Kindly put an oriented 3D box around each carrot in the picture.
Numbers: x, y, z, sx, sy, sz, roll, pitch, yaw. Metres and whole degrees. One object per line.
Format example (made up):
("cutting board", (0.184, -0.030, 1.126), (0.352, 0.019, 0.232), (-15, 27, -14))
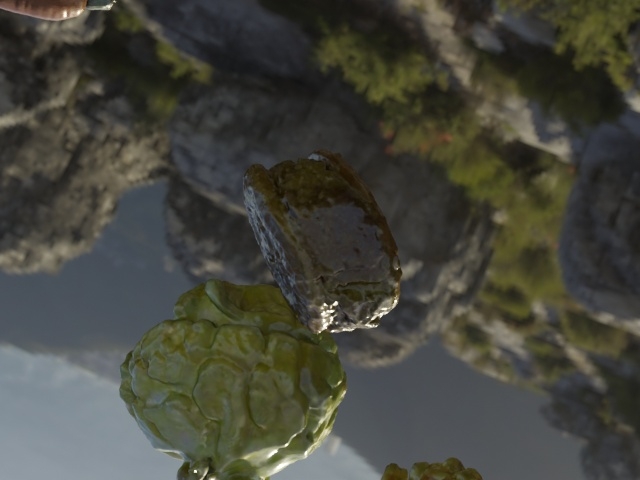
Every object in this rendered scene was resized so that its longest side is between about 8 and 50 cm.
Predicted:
("carrot", (-0.387, -0.292, 1.540), (0.336, 0.069, 0.069), (10, 164, -13))

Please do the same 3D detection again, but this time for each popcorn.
("popcorn", (-0.053, 0.094, 0.909), (0.141, 0.162, 0.136), (28, 154, -31))

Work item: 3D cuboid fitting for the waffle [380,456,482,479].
("waffle", (0.065, 0.315, 1.435), (0.057, 0.229, 0.219), (40, 159, -18))

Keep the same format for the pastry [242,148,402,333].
("pastry", (0.000, 0.000, 0.759), (0.097, 0.057, 0.109), (80, 163, -53))
